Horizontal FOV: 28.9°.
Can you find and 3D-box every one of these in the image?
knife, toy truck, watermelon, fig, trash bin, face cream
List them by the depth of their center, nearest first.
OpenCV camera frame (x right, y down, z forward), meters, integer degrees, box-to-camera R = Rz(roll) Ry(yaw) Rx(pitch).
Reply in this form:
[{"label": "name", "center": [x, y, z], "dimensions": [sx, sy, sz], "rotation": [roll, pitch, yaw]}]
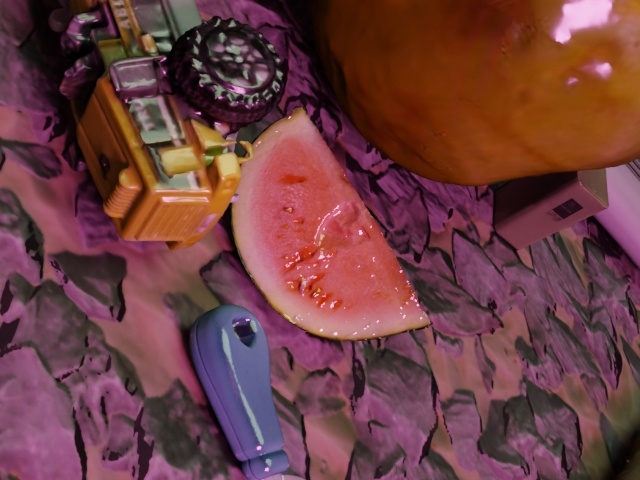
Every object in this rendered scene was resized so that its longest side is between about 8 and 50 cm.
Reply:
[{"label": "knife", "center": [-0.017, 0.152, 0.720], "dimensions": [0.058, 0.032, 0.244], "rotation": [-8, 75, -61]}, {"label": "toy truck", "center": [-0.112, -0.136, 0.736], "dimensions": [0.111, 0.136, 0.285], "rotation": [-9, 69, -31]}, {"label": "watermelon", "center": [-0.004, 0.003, 0.814], "dimensions": [0.163, 0.087, 0.069], "rotation": [60, 4, 1]}, {"label": "fig", "center": [0.165, -0.199, 0.932], "dimensions": [0.343, 0.343, 0.343], "rotation": [30, 44, -33]}, {"label": "trash bin", "center": [0.194, -0.038, 1.055], "dimensions": [0.043, 0.092, 0.061], "rotation": [36, 41, -27]}, {"label": "face cream", "center": [0.342, -0.014, 1.232], "dimensions": [0.291, 0.071, 0.144], "rotation": [44, 38, -17]}]

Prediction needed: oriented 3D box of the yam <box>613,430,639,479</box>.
[{"label": "yam", "center": [0.261, 0.201, 0.978], "dimensions": [0.317, 0.067, 0.071], "rotation": [-30, 102, -53]}]
